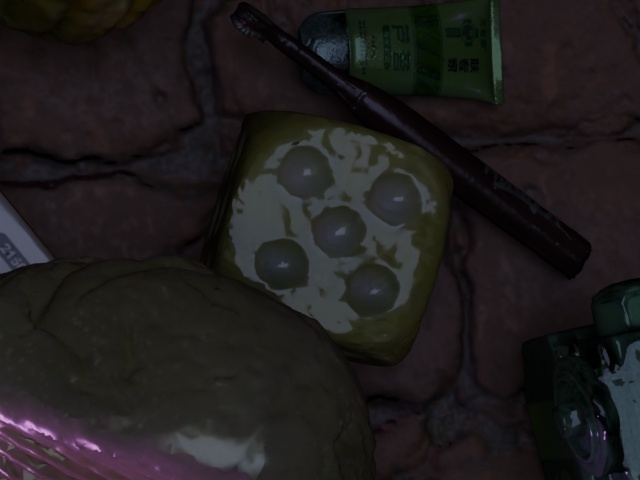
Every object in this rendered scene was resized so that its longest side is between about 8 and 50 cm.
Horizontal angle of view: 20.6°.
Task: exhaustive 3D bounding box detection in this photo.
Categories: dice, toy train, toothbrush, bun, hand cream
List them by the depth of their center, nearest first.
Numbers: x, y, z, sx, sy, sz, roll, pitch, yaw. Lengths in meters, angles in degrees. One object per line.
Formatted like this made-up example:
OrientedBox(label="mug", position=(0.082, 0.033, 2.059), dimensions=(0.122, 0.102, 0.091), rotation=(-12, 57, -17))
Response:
OrientedBox(label="bun", position=(-0.119, 0.146, 1.254), dimensions=(0.349, 0.352, 0.227), rotation=(41, 44, -12))
OrientedBox(label="toy train", position=(0.256, 0.183, 1.373), dimensions=(0.167, 0.238, 0.299), rotation=(-11, 83, -11))
OrientedBox(label="dice", position=(0.000, 0.000, 1.386), dimensions=(0.169, 0.166, 0.169), rotation=(16, 81, -8))
OrientedBox(label="toothbrush", position=(0.077, -0.083, 1.446), dimensions=(0.364, 0.041, 0.041), rotation=(35, 80, -13))
OrientedBox(label="hand cream", position=(0.068, -0.159, 1.473), dimensions=(0.175, 0.046, 0.095), rotation=(-2, 88, -9))

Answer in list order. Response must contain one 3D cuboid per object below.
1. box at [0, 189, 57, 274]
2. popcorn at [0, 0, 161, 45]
OrientedBox(label="box", position=(-0.356, 0.001, 1.365), dimensions=(0.221, 0.091, 0.274), rotation=(-42, 93, -11))
OrientedBox(label="popcorn", position=(-0.218, -0.278, 1.355), dimensions=(0.258, 0.224, 0.270), rotation=(17, 98, 18))
